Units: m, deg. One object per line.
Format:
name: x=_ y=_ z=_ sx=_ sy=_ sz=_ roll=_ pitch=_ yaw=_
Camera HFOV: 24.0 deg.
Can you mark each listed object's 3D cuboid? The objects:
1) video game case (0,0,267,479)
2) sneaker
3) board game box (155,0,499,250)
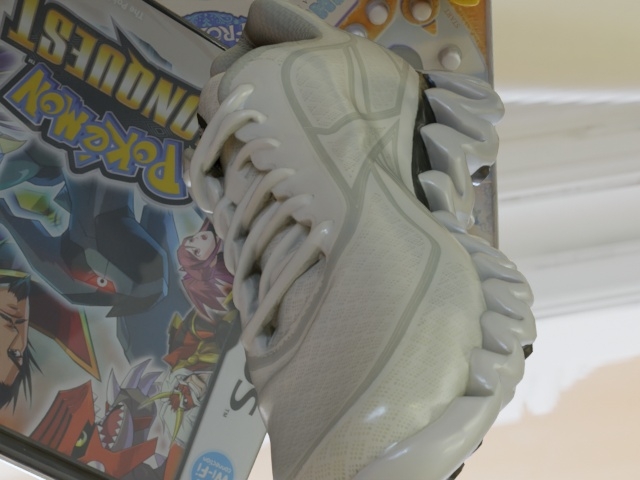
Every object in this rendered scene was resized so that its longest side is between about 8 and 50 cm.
video game case: x=-0.122 y=-0.007 z=0.775 sx=0.035 sy=0.274 sz=0.248 roll=-11 pitch=-127 yaw=61
sneaker: x=0.000 y=0.000 z=0.535 sx=0.110 sy=0.118 sz=0.292 roll=-49 pitch=-163 yaw=22
board game box: x=-0.068 y=-0.035 z=1.060 sx=0.050 sy=0.389 sz=0.390 roll=-93 pitch=179 yaw=-70
